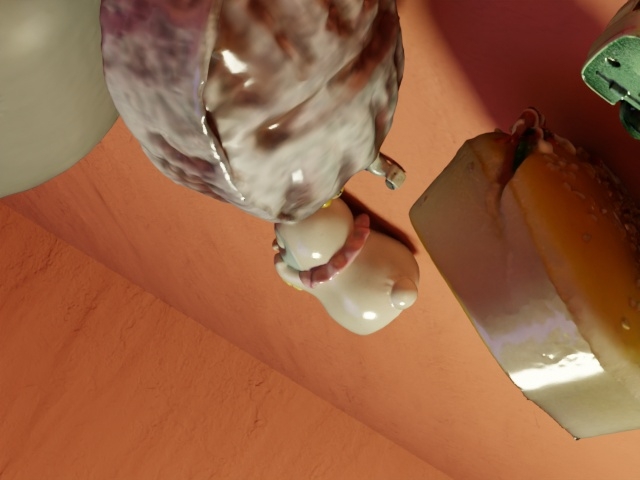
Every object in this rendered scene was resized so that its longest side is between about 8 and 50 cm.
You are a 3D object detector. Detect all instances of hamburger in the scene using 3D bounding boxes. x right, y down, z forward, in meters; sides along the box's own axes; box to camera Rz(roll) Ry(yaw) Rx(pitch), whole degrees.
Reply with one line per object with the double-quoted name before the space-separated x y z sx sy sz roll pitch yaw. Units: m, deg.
"hamburger" 0.192 0.031 0.969 0.295 0.151 0.227 43 -161 -53

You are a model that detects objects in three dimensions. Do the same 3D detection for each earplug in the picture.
"earplug" -0.308 -0.225 1.003 0.313 0.312 0.394 33 166 3

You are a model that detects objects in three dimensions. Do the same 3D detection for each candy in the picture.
"candy" -0.038 -0.135 0.900 0.157 0.214 0.289 25 161 27

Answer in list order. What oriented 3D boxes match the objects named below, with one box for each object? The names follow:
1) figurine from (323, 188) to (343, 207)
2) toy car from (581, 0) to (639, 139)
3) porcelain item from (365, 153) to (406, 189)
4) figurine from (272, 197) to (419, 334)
"figurine" -0.009 -0.077 1.361 0.143 0.068 0.101 45 -173 -43
"toy car" 0.263 -0.072 0.720 0.224 0.076 0.090 27 166 -5
"porcelain item" 0.027 -0.100 1.282 0.075 0.021 0.136 19 160 46
"figurine" 0.000 0.000 1.510 0.235 0.127 0.155 43 175 -15
